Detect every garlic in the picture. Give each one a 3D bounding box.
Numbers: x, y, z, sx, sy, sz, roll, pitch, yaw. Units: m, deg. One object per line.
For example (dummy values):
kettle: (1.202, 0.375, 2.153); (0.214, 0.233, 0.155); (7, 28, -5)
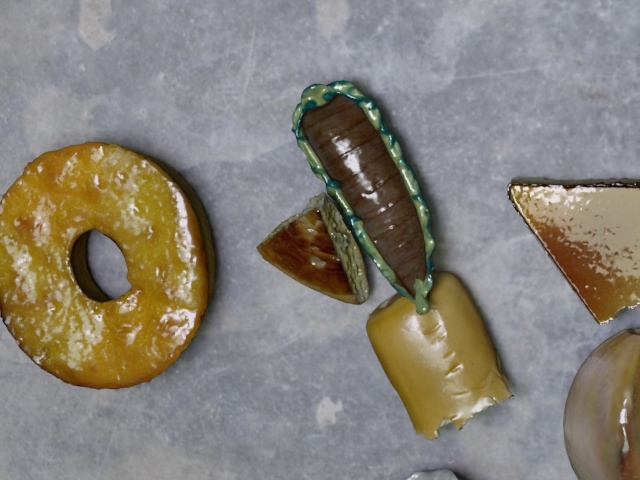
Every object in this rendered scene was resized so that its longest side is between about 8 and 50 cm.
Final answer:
garlic: (0.397, 0.260, 1.514); (0.196, 0.151, 0.338); (-36, 89, 7)

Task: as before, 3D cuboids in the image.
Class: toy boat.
toy boat: (0.066, -0.049, 1.587); (0.108, 0.099, 0.292); (-30, 82, 22)

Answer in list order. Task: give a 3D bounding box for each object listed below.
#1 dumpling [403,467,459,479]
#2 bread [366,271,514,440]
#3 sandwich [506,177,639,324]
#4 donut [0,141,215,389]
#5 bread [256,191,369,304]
dumpling: (0.133, 0.340, 1.631); (0.188, 0.108, 0.127); (-52, 56, 32)
bread: (0.132, 0.131, 1.599); (0.134, 0.085, 0.173); (-30, 90, 20)
sandwich: (0.305, 0.010, 1.537); (0.193, 0.058, 0.162); (2, 101, 15)
donut: (-0.256, 0.027, 1.695); (0.303, 0.110, 0.302); (2, 98, 16)
bread: (0.009, 0.021, 1.622); (0.136, 0.054, 0.154); (48, 145, -2)
